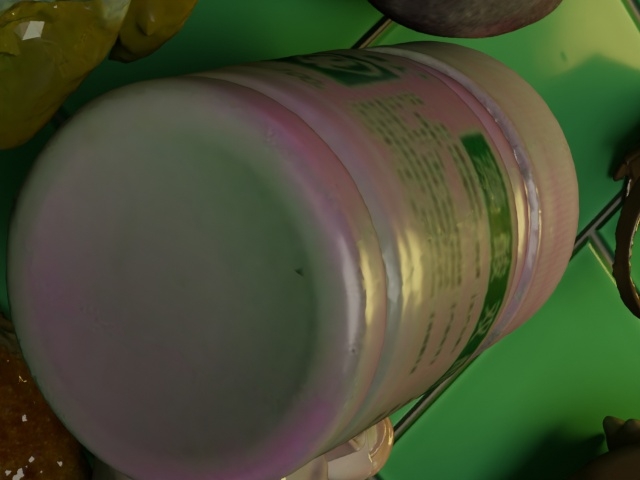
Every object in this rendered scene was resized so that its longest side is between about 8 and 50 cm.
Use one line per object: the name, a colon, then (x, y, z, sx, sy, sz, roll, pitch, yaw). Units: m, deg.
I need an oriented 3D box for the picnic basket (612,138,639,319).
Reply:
picnic basket: (0.274, -0.019, 1.206, 0.178, 0.138, 0.128, -50, 124, -14)

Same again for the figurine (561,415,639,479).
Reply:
figurine: (0.244, 0.228, 1.262, 0.247, 0.177, 0.173, -45, 164, 15)

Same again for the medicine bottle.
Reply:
medicine bottle: (0.000, 0.000, 0.927, 0.325, 0.212, 0.212, -19, 120, -62)

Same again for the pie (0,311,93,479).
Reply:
pie: (-0.267, 0.188, 0.988, 0.315, 0.092, 0.315, -10, 110, -29)

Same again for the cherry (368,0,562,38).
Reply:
cherry: (0.096, -0.210, 1.043, 0.176, 0.140, 0.176, -33, 142, -32)

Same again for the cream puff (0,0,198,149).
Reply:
cream puff: (-0.153, -0.231, 0.831, 0.378, 0.275, 0.378, 1, 102, 4)

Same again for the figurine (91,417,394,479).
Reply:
figurine: (-0.040, 0.134, 1.051, 0.276, 0.200, 0.133, -29, 140, -52)
